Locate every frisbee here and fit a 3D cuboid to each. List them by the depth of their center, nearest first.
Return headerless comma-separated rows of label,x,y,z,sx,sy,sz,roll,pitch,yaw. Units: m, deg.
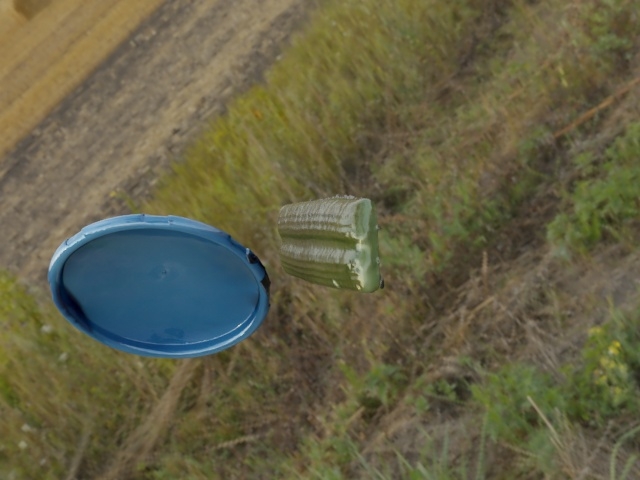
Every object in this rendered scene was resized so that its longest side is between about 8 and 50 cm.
frisbee,-0.173,0.047,1.023,0.242,0.242,0.045,-25,41,25

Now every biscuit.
biscuit,0.000,0.000,1.019,0.038,0.099,0.322,-1,2,-17
